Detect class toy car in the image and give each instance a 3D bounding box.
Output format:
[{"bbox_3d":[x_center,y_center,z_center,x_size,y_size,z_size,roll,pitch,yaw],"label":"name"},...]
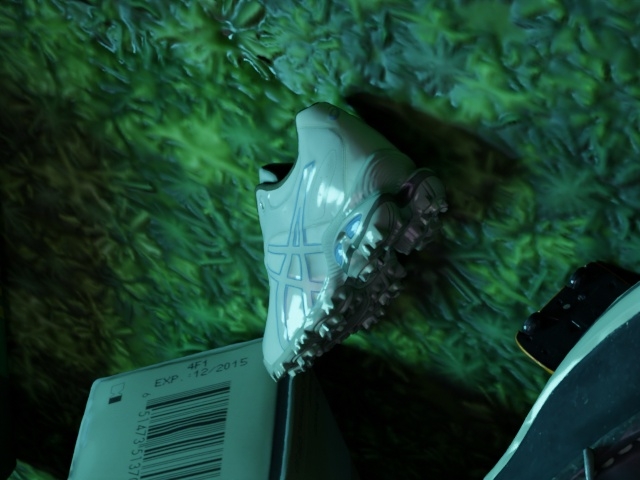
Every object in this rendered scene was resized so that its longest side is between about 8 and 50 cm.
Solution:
[{"bbox_3d":[0.152,0.055,0.760,0.122,0.060,0.040,20,155,23],"label":"toy car"}]

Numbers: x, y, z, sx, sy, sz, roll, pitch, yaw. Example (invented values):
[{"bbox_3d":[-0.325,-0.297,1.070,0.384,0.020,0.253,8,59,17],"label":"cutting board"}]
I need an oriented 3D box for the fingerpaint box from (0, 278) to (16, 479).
[{"bbox_3d":[-0.421,0.001,1.051,0.445,0.163,0.371,23,141,14],"label":"fingerpaint box"}]

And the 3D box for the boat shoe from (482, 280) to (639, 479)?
[{"bbox_3d":[0.122,0.166,0.725,0.187,0.156,0.500,38,119,-16],"label":"boat shoe"}]

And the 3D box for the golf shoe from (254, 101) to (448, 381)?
[{"bbox_3d":[0.000,0.000,0.829,0.086,0.069,0.176,49,142,16],"label":"golf shoe"}]

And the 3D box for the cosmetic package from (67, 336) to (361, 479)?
[{"bbox_3d":[-0.026,0.217,0.956,0.129,0.153,0.296,-15,124,12],"label":"cosmetic package"}]
